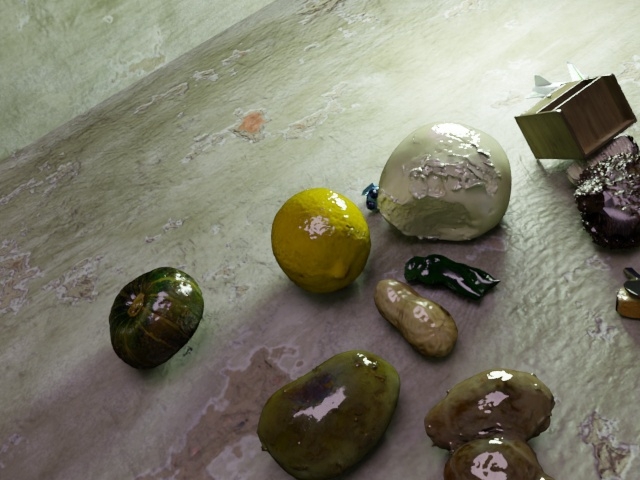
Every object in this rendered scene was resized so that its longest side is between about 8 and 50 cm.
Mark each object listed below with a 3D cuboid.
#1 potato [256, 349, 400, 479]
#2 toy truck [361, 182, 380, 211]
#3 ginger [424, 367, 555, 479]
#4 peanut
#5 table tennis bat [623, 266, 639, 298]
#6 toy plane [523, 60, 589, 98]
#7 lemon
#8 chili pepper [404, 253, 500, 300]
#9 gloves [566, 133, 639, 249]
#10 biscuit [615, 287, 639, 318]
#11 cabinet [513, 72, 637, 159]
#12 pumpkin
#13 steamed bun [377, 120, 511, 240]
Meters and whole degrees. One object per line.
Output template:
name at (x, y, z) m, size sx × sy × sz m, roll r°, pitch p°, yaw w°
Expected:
potato at (0.023, 0.341, 1.292) m, size 0.307 × 0.173 × 0.210 m, roll -36°, pitch 43°, yaw -13°
toy truck at (0.147, -0.125, 1.794) m, size 0.056 × 0.073 × 0.090 m, roll 5°, pitch 26°, yaw -23°
ginger at (0.319, 0.381, 1.172) m, size 0.245 × 0.155 × 0.304 m, roll -6°, pitch 52°, yaw 5°
peanut at (0.205, 0.163, 1.442) m, size 0.236 × 0.120 × 0.110 m, roll 43°, pitch 109°, yaw 38°
table tennis bat at (0.679, 0.092, 1.361) m, size 0.095 × 0.014 × 0.158 m, roll -4°, pitch 20°, yaw 1°
toy plane at (0.723, -0.419, 1.853) m, size 0.255 × 0.101 × 0.251 m, roll 15°, pitch 53°, yaw 27°
lemon at (0.000, -0.001, 1.595) m, size 0.268 × 0.267 × 0.267 m, roll -11°, pitch 44°, yaw 10°
chili pepper at (0.307, 0.082, 1.530) m, size 0.224 × 0.061 × 0.098 m, roll 12°, pitch 45°, yaw 32°
gloves at (0.689, -0.116, 1.531) m, size 0.211 × 0.135 × 0.312 m, roll -11°, pitch 44°, yaw 5°
biscuit at (0.709, 0.133, 1.335) m, size 0.188 × 0.052 × 0.056 m, roll 7°, pitch 33°, yaw 26°
cabinet at (0.644, -0.315, 1.668) m, size 0.175 × 0.148 × 0.215 m, roll -35°, pitch 13°, yaw -7°
pumpkin at (-0.392, 0.192, 1.601) m, size 0.260 × 0.189 × 0.260 m, roll -26°, pitch 44°, yaw 28°
steamed bun at (0.311, -0.174, 1.645) m, size 0.334 × 0.232 × 0.311 m, roll 0°, pitch 48°, yaw 9°
